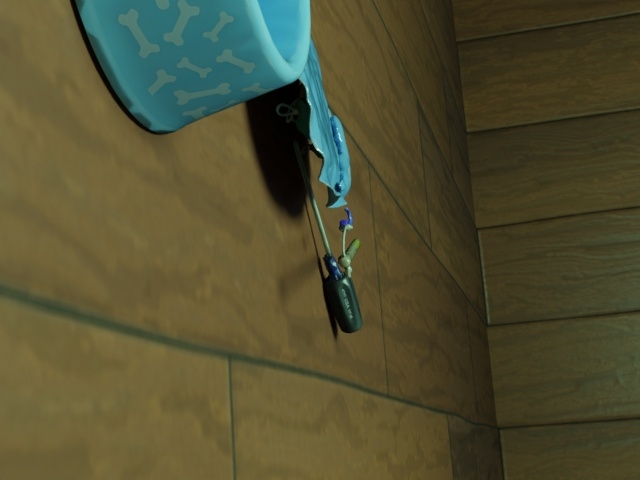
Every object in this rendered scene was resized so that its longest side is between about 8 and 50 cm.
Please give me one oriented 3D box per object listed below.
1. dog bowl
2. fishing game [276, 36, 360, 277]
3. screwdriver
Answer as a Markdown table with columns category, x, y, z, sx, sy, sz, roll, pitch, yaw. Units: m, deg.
| category | x | y | z | sx | sy | sz | roll | pitch | yaw |
| --- | --- | --- | --- | --- | --- | --- | --- | --- | --- |
| dog bowl | -0.059 | -0.202 | 0.507 | 0.166 | 0.074 | 0.297 | 44 | 41 | -71 |
| fishing game | -0.016 | -0.111 | 0.736 | 0.189 | 0.041 | 0.264 | -69 | 145 | -80 |
| screwdriver | 0.000 | 0.000 | 0.805 | 0.024 | 0.025 | 0.170 | -71 | 143 | -62 |
